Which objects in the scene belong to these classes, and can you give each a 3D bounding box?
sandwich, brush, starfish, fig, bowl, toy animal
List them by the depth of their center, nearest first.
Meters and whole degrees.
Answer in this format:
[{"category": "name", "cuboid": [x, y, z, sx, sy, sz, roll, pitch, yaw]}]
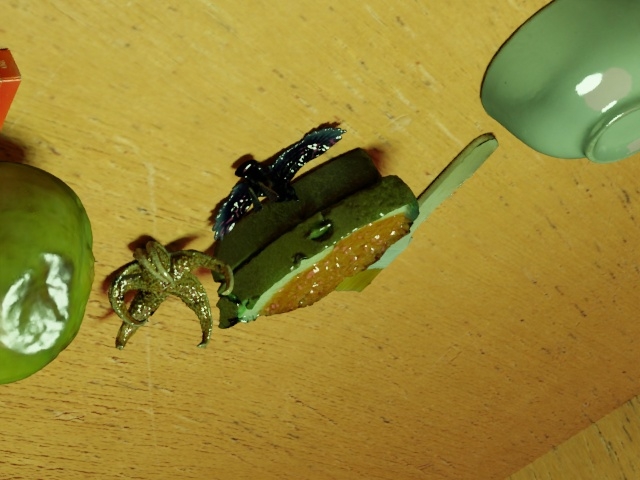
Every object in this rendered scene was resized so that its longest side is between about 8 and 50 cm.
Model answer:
[{"category": "fig", "cuboid": [-0.372, 0.030, 1.800, 0.271, 0.239, 0.239, 3, 148, -6]}, {"category": "toy animal", "cuboid": [-0.061, -0.069, 2.107, 0.220, 0.062, 0.108, -40, 170, 21]}, {"category": "starfish", "cuboid": [-0.194, 0.075, 2.176, 0.146, 0.074, 0.190, 19, 134, -24]}, {"category": "bowl", "cuboid": [0.362, -0.192, 2.178, 0.289, 0.146, 0.289, -23, 154, -12]}, {"category": "sandwich", "cuboid": [0.002, -0.006, 2.222, 0.292, 0.109, 0.212, -40, 158, 29]}, {"category": "brush", "cuboid": [0.131, -0.036, 2.383, 0.085, 0.020, 0.336, 5, 138, -47]}]

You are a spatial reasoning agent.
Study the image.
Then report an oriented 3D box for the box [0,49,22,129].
[{"category": "box", "cuboid": [-0.379, -0.135, 1.682, 0.152, 0.048, 0.100, -11, 151, -36]}]
